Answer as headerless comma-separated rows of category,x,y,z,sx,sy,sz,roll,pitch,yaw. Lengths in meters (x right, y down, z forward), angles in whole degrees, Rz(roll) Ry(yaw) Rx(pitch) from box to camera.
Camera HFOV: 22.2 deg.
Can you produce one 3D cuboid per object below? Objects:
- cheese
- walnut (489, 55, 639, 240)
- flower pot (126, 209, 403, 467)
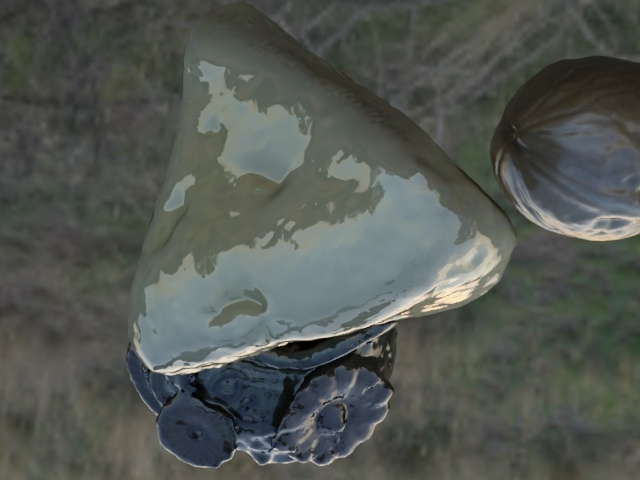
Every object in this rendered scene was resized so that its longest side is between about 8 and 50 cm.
cheese,0.001,0.001,1.089,0.248,0.251,0.173,24,179,26
walnut,0.202,-0.067,1.197,0.162,0.140,0.140,15,158,-19
flower pot,-0.052,0.078,1.633,0.302,0.302,0.213,9,139,-7
